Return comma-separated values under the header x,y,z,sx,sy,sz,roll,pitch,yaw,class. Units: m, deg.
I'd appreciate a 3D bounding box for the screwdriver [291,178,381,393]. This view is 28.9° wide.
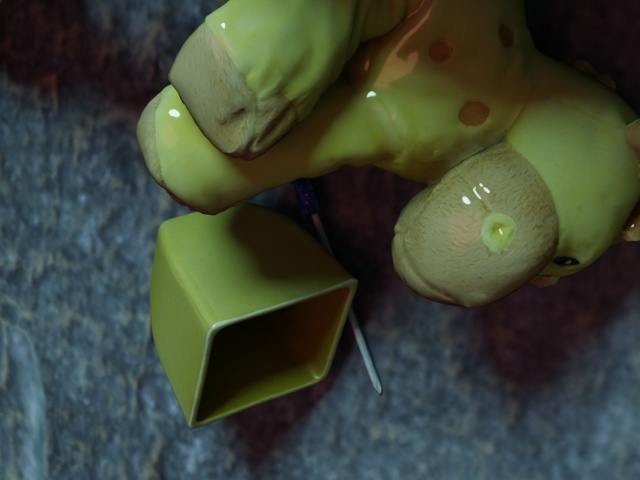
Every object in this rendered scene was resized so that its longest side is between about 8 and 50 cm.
x,y,z,sx,sy,sz,roll,pitch,yaw,class
0.000,0.000,0.620,0.024,0.025,0.169,-13,96,36,screwdriver

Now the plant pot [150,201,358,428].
x,y,z,sx,sy,sz,roll,pitch,yaw,class
-0.043,0.027,0.617,0.083,0.082,0.081,54,146,32,plant pot

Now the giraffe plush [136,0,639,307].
x,y,z,sx,sy,sz,roll,pitch,yaw,class
0.054,-0.046,0.508,0.210,0.181,0.170,-41,91,1,giraffe plush
